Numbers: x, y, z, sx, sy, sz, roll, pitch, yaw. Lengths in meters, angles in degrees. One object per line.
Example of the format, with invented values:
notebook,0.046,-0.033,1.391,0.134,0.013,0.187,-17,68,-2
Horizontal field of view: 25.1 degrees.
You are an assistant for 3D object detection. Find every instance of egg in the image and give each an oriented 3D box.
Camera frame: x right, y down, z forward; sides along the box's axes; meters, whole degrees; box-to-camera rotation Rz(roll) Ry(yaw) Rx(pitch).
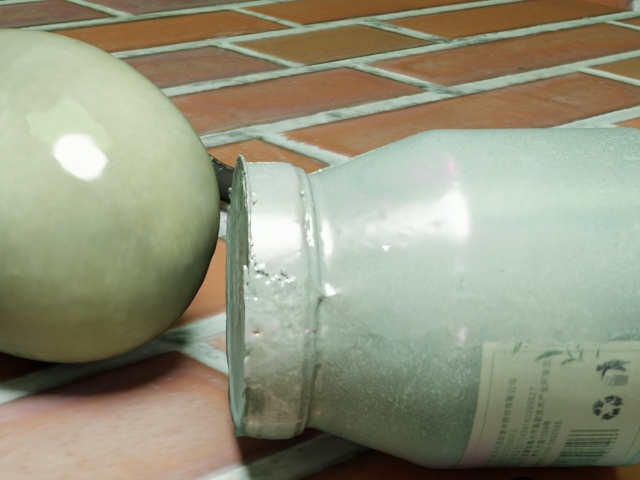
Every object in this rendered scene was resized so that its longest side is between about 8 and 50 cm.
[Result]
egg,-0.229,-0.039,1.163,0.258,0.258,0.352,-11,29,-34

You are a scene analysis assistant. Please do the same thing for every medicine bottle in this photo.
medicine bottle,0.081,0.038,1.011,0.290,0.245,0.245,2,20,-7

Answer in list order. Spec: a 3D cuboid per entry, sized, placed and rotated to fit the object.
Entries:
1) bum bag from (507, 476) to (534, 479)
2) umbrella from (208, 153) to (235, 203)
bum bag,0.090,0.196,0.908,0.159,0.026,0.109,-9,22,-17
umbrella,-0.191,-0.097,1.583,0.340,0.118,0.118,22,26,29
